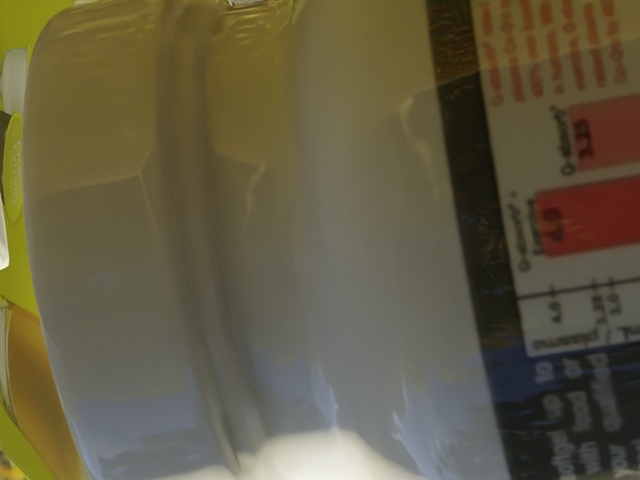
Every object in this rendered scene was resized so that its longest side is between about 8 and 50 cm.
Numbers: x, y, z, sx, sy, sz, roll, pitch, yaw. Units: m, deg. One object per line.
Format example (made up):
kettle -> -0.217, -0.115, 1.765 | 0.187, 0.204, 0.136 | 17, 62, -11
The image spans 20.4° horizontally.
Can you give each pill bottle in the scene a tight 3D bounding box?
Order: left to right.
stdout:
pill bottle -> 0.112, -0.017, 0.525 | 0.363, 0.210, 0.210 | -9, 144, 9

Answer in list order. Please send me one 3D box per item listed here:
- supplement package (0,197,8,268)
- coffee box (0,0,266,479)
supplement package -> -0.237, -0.117, 0.643 | 0.175, 0.293, 0.177 | -19, 136, 0
coffee box -> 0.000, 0.000, 1.108 | 0.338, 0.334, 0.338 | -10, 114, -30
